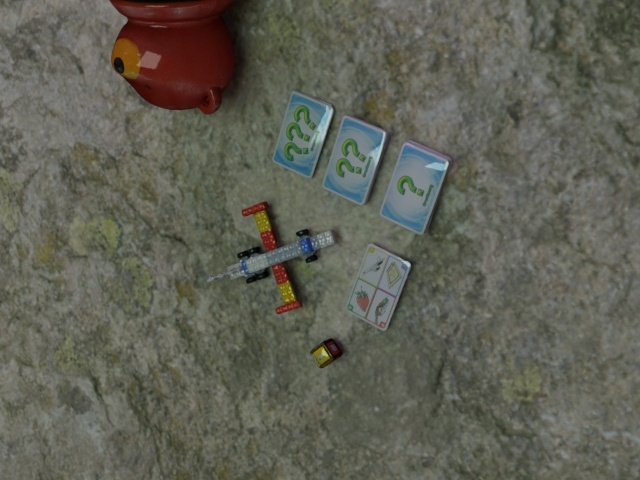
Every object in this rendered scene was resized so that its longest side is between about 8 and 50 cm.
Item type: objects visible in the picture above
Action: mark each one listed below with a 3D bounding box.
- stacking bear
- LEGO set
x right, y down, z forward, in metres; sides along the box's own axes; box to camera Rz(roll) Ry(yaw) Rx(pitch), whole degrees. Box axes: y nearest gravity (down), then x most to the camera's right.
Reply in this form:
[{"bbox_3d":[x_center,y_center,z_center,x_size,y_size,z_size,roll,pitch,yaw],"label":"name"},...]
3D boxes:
[{"bbox_3d":[-0.141,-0.262,0.896,0.175,0.164,0.289,20,121,39],"label":"stacking bear"},{"bbox_3d":[0.000,0.000,0.936,0.182,0.060,0.244,27,111,22],"label":"LEGO set"}]
